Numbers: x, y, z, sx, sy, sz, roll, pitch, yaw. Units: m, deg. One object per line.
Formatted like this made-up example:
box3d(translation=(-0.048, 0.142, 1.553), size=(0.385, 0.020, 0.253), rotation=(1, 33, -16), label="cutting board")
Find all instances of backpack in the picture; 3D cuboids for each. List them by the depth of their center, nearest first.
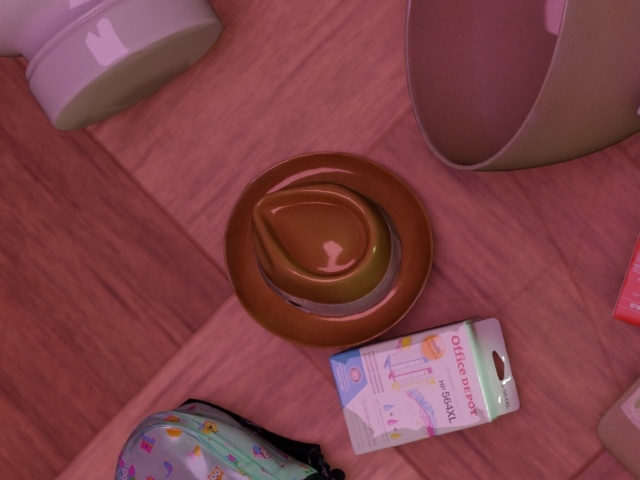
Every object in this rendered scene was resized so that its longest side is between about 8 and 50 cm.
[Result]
box3d(translation=(-0.091, 0.221, 1.689), size=(0.182, 0.115, 0.152), rotation=(35, 101, 13), label="backpack")

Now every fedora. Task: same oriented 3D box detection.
box3d(translation=(0.000, 0.000, 1.664), size=(0.194, 0.079, 0.194), rotation=(-4, 73, 12), label="fedora")

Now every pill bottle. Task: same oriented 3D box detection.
box3d(translation=(-0.262, -0.312, 1.663), size=(0.229, 0.229, 0.407), rotation=(-33, 83, 11), label="pill bottle")

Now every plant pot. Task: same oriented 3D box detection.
box3d(translation=(0.214, -0.190, 1.559), size=(0.191, 0.284, 0.284), rotation=(5, 92, -23), label="plant pot")

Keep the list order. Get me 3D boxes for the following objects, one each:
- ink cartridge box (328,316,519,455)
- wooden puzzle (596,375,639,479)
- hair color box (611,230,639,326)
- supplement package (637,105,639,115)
box3d(translation=(0.094, 0.123, 1.656), size=(0.143, 0.090, 0.092), rotation=(-16, 87, 13), label="ink cartridge box")
box3d(translation=(0.459, 0.148, 1.583), size=(0.322, 0.080, 0.348), rotation=(44, 105, 9), label="wooden puzzle")
box3d(translation=(0.298, -0.008, 1.606), size=(0.053, 0.093, 0.167), rotation=(17, 95, 11), label="hair color box")
box3d(translation=(0.421, -0.153, 1.445), size=(0.199, 0.198, 0.262), rotation=(28, 93, 49), label="supplement package")
